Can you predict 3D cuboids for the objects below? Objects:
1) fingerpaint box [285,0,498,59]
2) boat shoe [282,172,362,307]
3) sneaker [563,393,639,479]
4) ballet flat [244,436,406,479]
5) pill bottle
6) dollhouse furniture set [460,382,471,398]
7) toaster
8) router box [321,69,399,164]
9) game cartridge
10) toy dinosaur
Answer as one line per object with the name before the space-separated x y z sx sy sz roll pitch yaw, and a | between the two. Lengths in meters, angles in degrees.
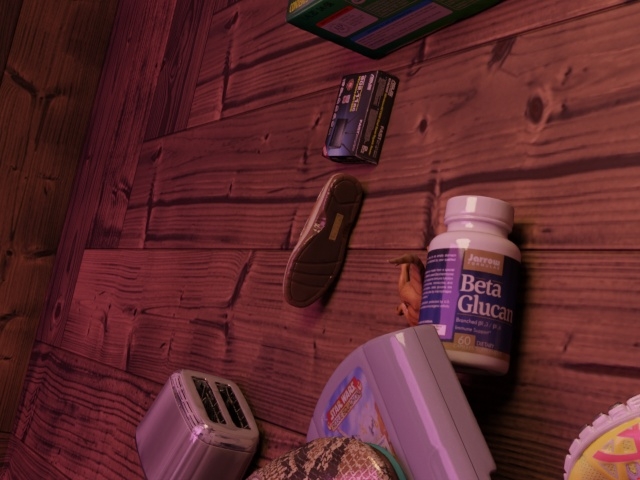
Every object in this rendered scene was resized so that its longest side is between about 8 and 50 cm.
fingerpaint box | 0.155 -0.467 1.091 0.445 0.163 0.371 -9 68 57
boat shoe | 0.000 0.000 1.234 0.190 0.068 0.072 -63 18 -1
sneaker | 0.266 0.160 0.680 0.208 0.081 0.094 -51 39 34
ballet flat | -0.073 0.325 0.962 0.483 0.182 0.164 131 127 -60
pill bottle | 0.150 0.045 0.915 0.094 0.094 0.169 -11 67 57
dollhouse furniture set | 0.088 0.165 0.987 0.114 0.091 0.081 -61 17 22
toaster | -0.175 0.290 1.311 0.146 0.129 0.227 -62 30 16
router box | 0.053 -0.165 1.239 0.092 0.038 0.122 8 83 59
game cartridge | 0.065 0.214 0.905 0.198 0.062 0.297 64 151 25
toy dinosaur | 0.108 0.050 0.982 0.211 0.064 0.112 82 -168 -47
